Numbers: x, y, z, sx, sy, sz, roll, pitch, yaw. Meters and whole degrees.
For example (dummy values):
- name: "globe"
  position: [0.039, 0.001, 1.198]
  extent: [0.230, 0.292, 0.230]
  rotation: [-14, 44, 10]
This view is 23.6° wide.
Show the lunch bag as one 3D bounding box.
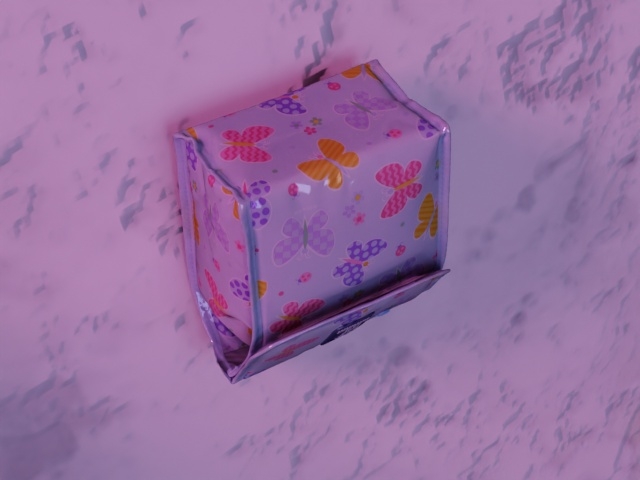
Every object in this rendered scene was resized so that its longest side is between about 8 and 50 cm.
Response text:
- name: "lunch bag"
  position: [0.000, 0.000, 0.450]
  extent: [0.071, 0.053, 0.083]
  rotation: [-21, 136, -23]
